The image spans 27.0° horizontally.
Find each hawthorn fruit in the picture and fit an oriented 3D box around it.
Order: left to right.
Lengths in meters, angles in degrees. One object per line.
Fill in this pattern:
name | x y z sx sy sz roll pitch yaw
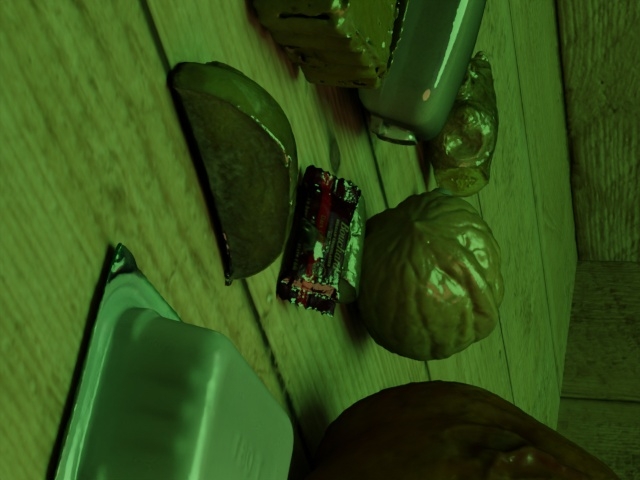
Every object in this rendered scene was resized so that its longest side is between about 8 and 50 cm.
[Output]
hawthorn fruit | 0.176 0.387 1.577 0.472 0.472 0.472 1 90 -73

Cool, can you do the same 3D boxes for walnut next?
walnut | 0.145 0.049 1.833 0.261 0.225 0.225 71 26 -51

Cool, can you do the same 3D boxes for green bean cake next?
green bean cake | 0.015 -0.307 1.505 0.224 0.131 0.229 45 51 -64

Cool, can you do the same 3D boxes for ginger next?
ginger | 0.239 -0.224 2.258 0.219 0.123 0.270 72 16 -55

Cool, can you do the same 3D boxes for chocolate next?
chocolate | 0.000 0.000 1.580 0.086 0.028 0.182 26 59 -21

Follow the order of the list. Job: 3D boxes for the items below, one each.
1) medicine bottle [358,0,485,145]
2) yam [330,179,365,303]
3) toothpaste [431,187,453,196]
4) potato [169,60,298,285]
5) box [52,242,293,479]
medicine bottle | 0.143 -0.266 1.784 0.375 0.123 0.282 -2 112 -84
yam | 0.021 0.001 1.649 0.070 0.070 0.146 42 50 -68
toothpaste | 0.149 0.015 2.092 0.099 0.068 0.282 51 44 -18
potato | -0.059 -0.084 1.327 0.120 0.100 0.261 -70 155 -45
box | -0.108 0.192 1.186 0.336 0.106 0.264 62 33 -58
